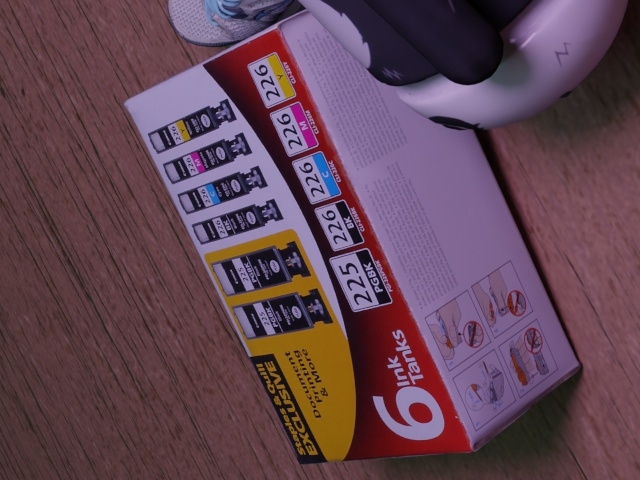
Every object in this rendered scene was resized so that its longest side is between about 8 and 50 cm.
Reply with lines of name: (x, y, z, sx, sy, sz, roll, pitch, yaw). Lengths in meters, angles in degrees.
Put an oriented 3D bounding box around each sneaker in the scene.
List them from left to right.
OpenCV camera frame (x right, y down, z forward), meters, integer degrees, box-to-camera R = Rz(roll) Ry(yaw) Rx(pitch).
sneaker: (-0.051, -0.211, 1.039, 0.283, 0.122, 0.110, -24, 90, 52)

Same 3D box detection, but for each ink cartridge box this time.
ink cartridge box: (0.000, 0.000, 1.062, 0.272, 0.130, 0.309, -17, 101, 53)

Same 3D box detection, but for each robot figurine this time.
robot figurine: (0.053, -0.188, 0.834, 0.278, 0.209, 0.173, 43, 156, -22)
